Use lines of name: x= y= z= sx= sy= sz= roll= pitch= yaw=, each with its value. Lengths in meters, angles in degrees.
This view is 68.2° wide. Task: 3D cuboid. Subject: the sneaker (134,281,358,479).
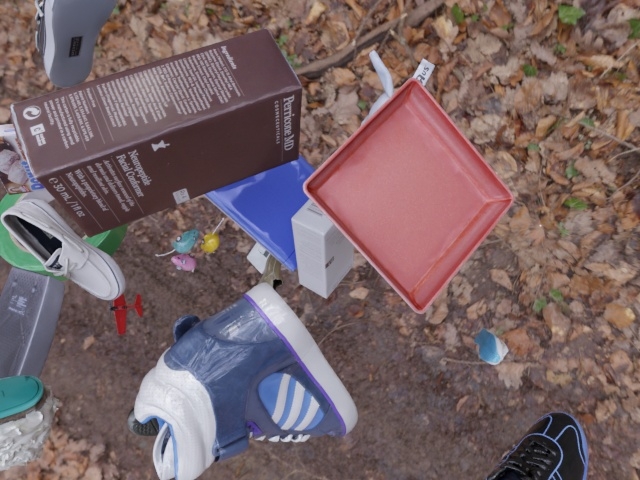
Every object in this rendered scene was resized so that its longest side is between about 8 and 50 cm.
sneaker: x=-0.096 y=0.225 z=0.619 sx=0.236 sy=0.323 sz=0.130 roll=-39 pitch=42 yaw=-16

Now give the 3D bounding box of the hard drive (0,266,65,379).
hard drive: x=-0.591 y=0.187 z=0.928 sx=0.172 sy=0.054 sz=0.255 roll=6 pitch=78 yaw=34

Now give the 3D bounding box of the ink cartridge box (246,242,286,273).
ink cartridge box: x=-0.126 y=0.004 z=1.568 sx=0.087 sy=0.153 sz=0.208 roll=46 pitch=115 yaw=20

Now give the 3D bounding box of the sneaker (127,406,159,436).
sneaker: x=-0.332 y=0.336 z=1.020 sx=0.130 sy=0.227 sz=0.087 roll=14 pitch=109 yaw=32

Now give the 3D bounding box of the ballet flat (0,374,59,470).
ballet flat: x=-0.547 y=0.273 z=0.570 sx=0.147 sy=0.408 sz=0.147 roll=3 pitch=94 yaw=57

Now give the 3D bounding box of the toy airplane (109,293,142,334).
toy airplane: x=-0.555 y=0.193 z=1.354 sx=0.028 sy=0.151 sz=0.151 roll=-9 pitch=88 yaw=11

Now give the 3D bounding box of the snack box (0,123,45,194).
snack box: x=-0.482 y=-0.125 z=0.750 sx=0.022 sy=0.064 sz=0.178 roll=70 pitch=154 yaw=15

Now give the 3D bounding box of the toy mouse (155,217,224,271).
toy mouse: x=-0.287 y=0.027 z=1.033 sx=0.031 sy=0.143 sz=0.161 roll=50 pitch=130 yaw=26

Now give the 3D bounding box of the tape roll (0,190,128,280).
tape roll: x=-0.680 y=-0.053 z=1.248 sx=0.321 sy=0.077 sz=0.321 roll=0 pitch=62 yaw=0

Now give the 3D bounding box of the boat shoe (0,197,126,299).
boat shoe: x=-0.514 y=0.030 z=0.950 sx=0.096 sy=0.088 sz=0.267 roll=-33 pitch=106 yaw=16

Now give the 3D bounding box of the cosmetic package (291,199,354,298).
cosmetic package: x=0.011 y=0.008 z=1.000 sx=0.085 sy=0.231 sz=0.117 roll=27 pitch=59 yaw=24

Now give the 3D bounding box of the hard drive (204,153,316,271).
hard drive: x=-0.114 y=-0.113 z=1.051 sx=0.318 sy=0.040 sz=0.210 roll=43 pitch=78 yaw=-15

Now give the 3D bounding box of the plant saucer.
plant saucer: x=0.137 y=-0.068 z=0.720 sx=0.259 sy=0.047 sz=0.258 roll=46 pitch=74 yaw=-9

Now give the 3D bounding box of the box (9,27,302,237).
box: x=-0.226 y=-0.163 z=0.737 sx=0.381 sy=0.191 sz=0.143 roll=-25 pitch=69 yaw=-14

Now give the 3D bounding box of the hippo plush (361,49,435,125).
hippo plush: x=0.177 y=-0.147 z=0.894 sx=0.294 sy=0.234 sz=0.237 roll=112 pitch=153 yaw=-46

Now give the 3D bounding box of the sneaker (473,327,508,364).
sneaker: x=0.587 y=0.364 z=1.591 sx=0.092 sy=0.228 sz=0.087 roll=34 pitch=102 yaw=6

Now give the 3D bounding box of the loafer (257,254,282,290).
loafer: x=-0.114 y=0.088 z=1.158 sx=0.050 sy=0.056 sz=0.148 roll=13 pitch=64 yaw=13

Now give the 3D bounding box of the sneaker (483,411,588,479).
sneaker: x=0.244 y=0.287 z=0.552 sx=0.081 sy=0.232 sz=0.090 roll=11 pitch=139 yaw=46

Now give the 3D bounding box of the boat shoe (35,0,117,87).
boat shoe: x=-0.445 y=-0.407 z=0.835 sx=0.105 sy=0.113 sz=0.306 roll=58 pitch=143 yaw=3
